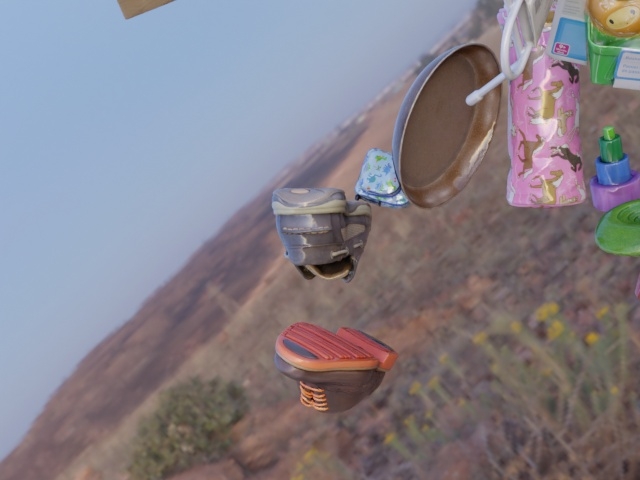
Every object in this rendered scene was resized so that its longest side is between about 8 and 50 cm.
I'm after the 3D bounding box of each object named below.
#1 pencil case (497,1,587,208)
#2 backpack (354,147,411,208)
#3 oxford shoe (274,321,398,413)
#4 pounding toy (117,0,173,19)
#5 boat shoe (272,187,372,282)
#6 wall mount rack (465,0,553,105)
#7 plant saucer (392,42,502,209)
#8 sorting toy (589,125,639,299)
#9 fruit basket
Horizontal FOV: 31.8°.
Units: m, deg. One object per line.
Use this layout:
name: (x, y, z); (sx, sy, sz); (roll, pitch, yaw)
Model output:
pencil case: (0.412, -0.244, 2.079); (0.160, 0.386, 0.167); (3, 10, 42)
backpack: (0.131, -0.114, 2.131); (0.084, 0.114, 0.105); (52, -122, -77)
oxford shoe: (0.013, 0.156, 1.282); (0.098, 0.097, 0.271); (-63, -24, 4)
pounding toy: (-0.282, -0.406, 1.681); (0.141, 0.130, 0.100); (-23, -26, -5)
boat shoe: (0.000, 0.000, 1.721); (0.132, 0.130, 0.355); (-1, -5, 15)
wall mount rack: (0.292, -0.370, 1.705); (0.350, 0.131, 0.304); (-65, -26, -23)
plant saucer: (0.220, -0.207, 2.002); (0.311, 0.050, 0.310); (-32, -44, -38)
sorting toy: (0.381, -0.051, 1.301); (0.127, 0.126, 0.365); (-14, 22, 3)
fruit basket: (0.526, -0.370, 1.670); (0.353, 0.327, 0.165); (92, -174, -60)
